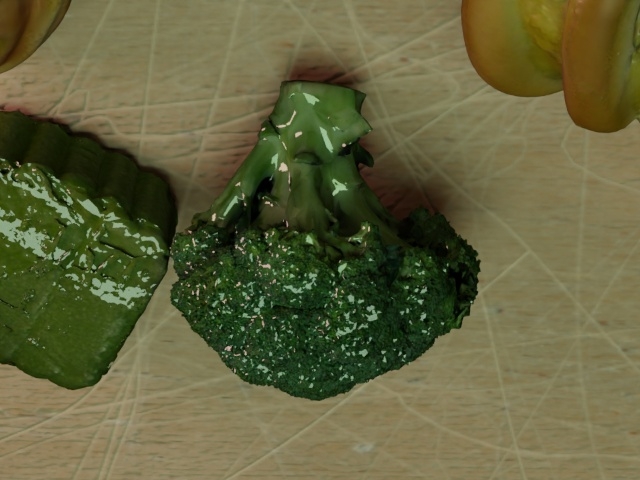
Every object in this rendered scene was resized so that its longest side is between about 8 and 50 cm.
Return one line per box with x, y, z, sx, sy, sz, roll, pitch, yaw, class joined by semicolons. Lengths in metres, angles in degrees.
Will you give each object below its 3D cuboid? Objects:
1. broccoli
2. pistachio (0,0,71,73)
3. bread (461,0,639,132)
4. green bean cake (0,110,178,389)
0.000;0.000;1.525;0.270;0.270;0.270;1;91;4;broccoli
-0.296;-0.249;1.379;0.230;0.230;0.309;16;128;-7;pistachio
0.255;-0.212;1.352;0.270;0.211;0.316;20;120;-8;bread
-0.245;0.009;1.598;0.200;0.113;0.214;28;122;-10;green bean cake
